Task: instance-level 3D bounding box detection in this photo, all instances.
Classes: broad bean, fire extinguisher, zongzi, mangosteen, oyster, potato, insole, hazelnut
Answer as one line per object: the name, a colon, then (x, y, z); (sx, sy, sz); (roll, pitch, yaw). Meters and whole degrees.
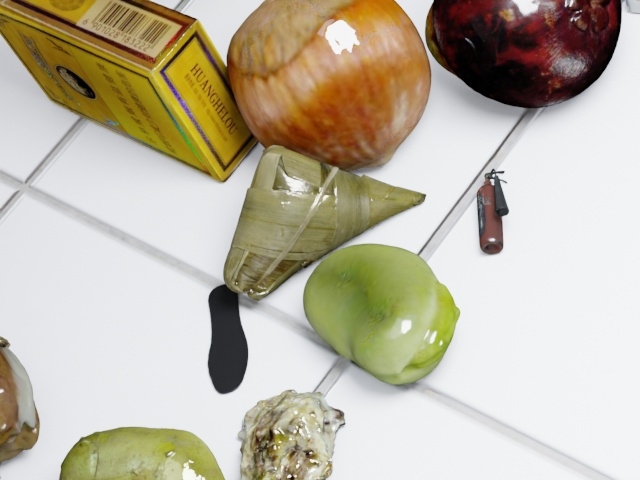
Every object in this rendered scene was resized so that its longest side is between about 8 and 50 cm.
broad bean: (0.058, 0.065, 1.609); (0.124, 0.082, 0.174); (-38, 51, -4)
fire extinguisher: (0.170, -0.039, 1.662); (0.032, 0.046, 0.100); (-3, 55, 6)
zongzi: (0.000, 0.000, 1.711); (0.078, 0.176, 0.160); (-126, 56, -73)
mangosteen: (0.201, -0.228, 1.697); (0.210, 0.210, 0.209); (-12, 51, 16)
oyster: (-0.030, 0.200, 1.570); (0.108, 0.053, 0.165); (-7, 45, 7)
potato: (-0.165, 0.227, 1.590); (0.188, 0.085, 0.105); (3, 79, 30)
insole: (-0.095, 0.098, 1.706); (0.045, 0.002, 0.135); (-17, 50, 10)
hazelnut: (0.012, -0.168, 1.740); (0.214, 0.214, 0.176); (6, 28, 28)

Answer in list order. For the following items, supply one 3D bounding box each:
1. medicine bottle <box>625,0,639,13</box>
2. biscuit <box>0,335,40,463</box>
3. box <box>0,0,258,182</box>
medicine bottle: (0.426, -0.315, 1.754); (0.171, 0.052, 0.201); (13, 63, 30)
biscuit: (-0.471, 0.202, 1.722); (0.366, 0.115, 0.268); (-34, 50, -5)
box: (-0.222, -0.194, 1.856); (0.301, 0.193, 0.084); (25, 68, 36)
